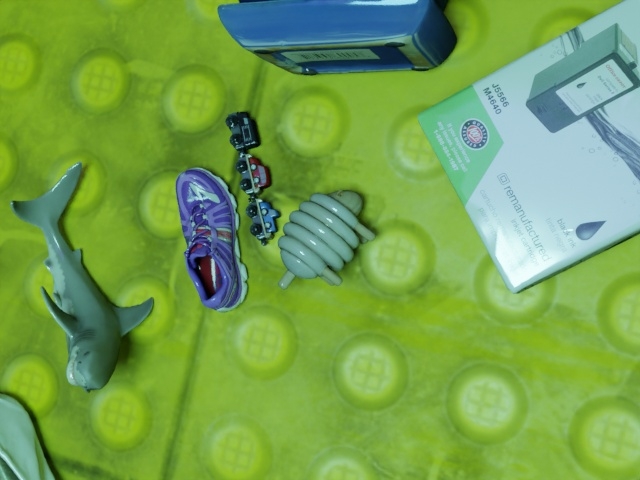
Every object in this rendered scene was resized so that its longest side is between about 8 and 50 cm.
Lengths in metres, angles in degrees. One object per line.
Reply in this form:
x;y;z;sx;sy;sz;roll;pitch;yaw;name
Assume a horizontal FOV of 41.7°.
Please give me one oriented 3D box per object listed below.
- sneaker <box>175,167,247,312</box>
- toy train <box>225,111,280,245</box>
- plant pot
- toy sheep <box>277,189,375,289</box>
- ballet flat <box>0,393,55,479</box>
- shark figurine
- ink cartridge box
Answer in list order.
-0.126;-0.003;0.943;0.068;0.071;0.169;-20;81;14;sneaker
-0.075;-0.072;0.957;0.036;0.027;0.158;-14;82;4;toy train
0.024;-0.284;0.841;0.236;0.236;0.212;1;93;15;plant pot
0.000;0.000;0.900;0.091;0.091;0.132;33;77;15;toy sheep
-0.328;0.358;0.946;0.139;0.139;0.400;-35;78;11;ballet flat
-0.260;0.061;0.980;0.116;0.166;0.278;-19;62;-11;shark figurine
0.263;-0.096;0.815;0.273;0.115;0.198;-29;79;12;ink cartridge box
